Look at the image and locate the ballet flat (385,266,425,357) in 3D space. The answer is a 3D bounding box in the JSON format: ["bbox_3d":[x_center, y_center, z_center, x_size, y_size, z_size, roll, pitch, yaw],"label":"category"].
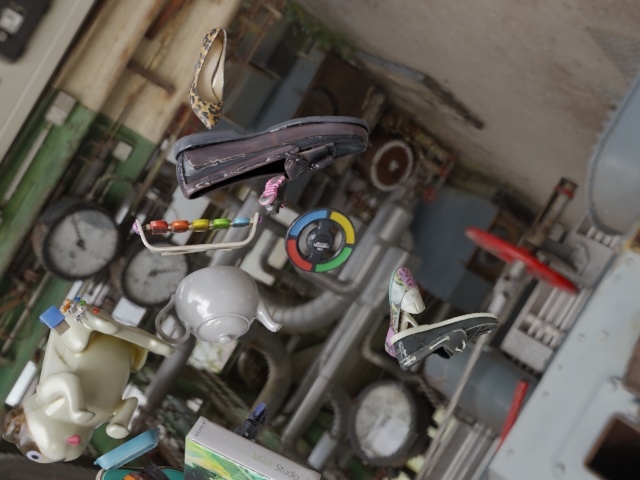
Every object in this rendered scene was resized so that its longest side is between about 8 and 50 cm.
[{"bbox_3d":[0.195,0.171,1.904,0.077,0.221,0.079,-11,-154,-37],"label":"ballet flat"}]

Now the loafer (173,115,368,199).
[{"bbox_3d":[-0.072,-0.120,1.288,0.303,0.095,0.109,-7,161,1],"label":"loafer"}]

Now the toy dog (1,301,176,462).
[{"bbox_3d":[-0.641,0.373,2.153,0.395,0.407,0.284,20,170,31],"label":"toy dog"}]

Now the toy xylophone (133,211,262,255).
[{"bbox_3d":[-0.311,-0.014,2.117,0.323,0.081,0.236,-3,175,-18],"label":"toy xylophone"}]

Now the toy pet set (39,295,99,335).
[{"bbox_3d":[-0.612,0.165,2.007,0.122,0.114,0.065,16,142,48],"label":"toy pet set"}]

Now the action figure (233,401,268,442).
[{"bbox_3d":[-0.186,0.617,2.276,0.330,0.341,0.178,41,159,-23],"label":"action figure"}]

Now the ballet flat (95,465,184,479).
[{"bbox_3d":[-0.485,0.689,2.384,0.316,0.107,0.106,20,157,-23],"label":"ballet flat"}]

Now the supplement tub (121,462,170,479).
[{"bbox_3d":[-0.414,0.576,1.812,0.106,0.198,0.106,32,149,22],"label":"supplement tub"}]

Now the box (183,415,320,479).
[{"bbox_3d":[-0.134,0.469,1.498,0.232,0.322,0.058,22,-137,13],"label":"box"}]

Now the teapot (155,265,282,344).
[{"bbox_3d":[-0.285,0.202,2.325,0.252,0.256,0.187,34,-146,-48],"label":"teapot"}]

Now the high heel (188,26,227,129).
[{"bbox_3d":[-0.297,-0.453,2.318,0.093,0.186,0.261,5,-122,-27],"label":"high heel"}]

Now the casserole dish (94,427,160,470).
[{"bbox_3d":[-0.501,0.553,2.206,0.037,0.188,0.114,60,170,15],"label":"casserole dish"}]

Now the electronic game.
[{"bbox_3d":[0.000,0.000,2.627,0.229,0.229,0.048,30,-164,-26],"label":"electronic game"}]

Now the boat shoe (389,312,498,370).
[{"bbox_3d":[0.260,0.205,1.714,0.084,0.233,0.079,103,151,-61],"label":"boat shoe"}]

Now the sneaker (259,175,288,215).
[{"bbox_3d":[-0.093,-0.098,1.819,0.047,0.119,0.057,-16,121,33],"label":"sneaker"}]
